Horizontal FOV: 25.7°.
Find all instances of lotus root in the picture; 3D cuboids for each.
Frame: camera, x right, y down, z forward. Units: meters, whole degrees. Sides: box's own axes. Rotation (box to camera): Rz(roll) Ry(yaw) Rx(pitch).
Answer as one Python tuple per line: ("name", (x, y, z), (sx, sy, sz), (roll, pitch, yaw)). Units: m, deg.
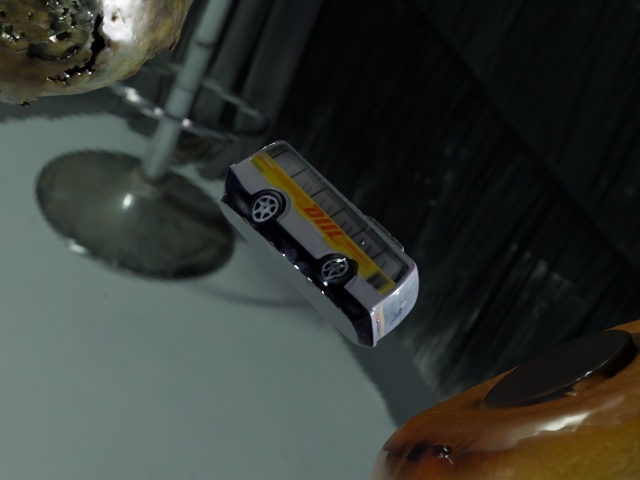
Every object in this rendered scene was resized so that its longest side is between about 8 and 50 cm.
("lotus root", (-0.189, -0.208, 1.031), (0.179, 0.196, 0.397), (62, 7, -20))

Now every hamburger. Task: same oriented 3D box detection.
("hamburger", (0.122, 0.122, 0.605), (0.237, 0.237, 0.147), (-23, 93, -51))

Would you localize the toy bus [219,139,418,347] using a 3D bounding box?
("toy bus", (0.000, 0.000, 1.023), (0.072, 0.057, 0.172), (-35, 59, -19))
